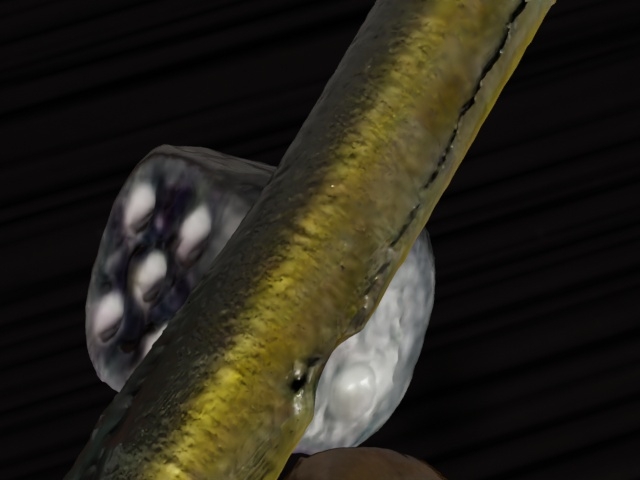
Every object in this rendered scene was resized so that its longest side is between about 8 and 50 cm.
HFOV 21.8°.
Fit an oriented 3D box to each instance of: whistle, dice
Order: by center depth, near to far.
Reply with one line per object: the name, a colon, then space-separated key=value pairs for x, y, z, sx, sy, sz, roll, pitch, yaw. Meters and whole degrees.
whistle: x=0.001 y=0.000 z=0.638 sx=0.068 sy=0.326 sz=0.057 roll=38 pitch=153 yaw=-14
dice: x=-0.043 y=0.039 z=1.152 sx=0.181 sy=0.182 sz=0.183 roll=23 pitch=98 yaw=53

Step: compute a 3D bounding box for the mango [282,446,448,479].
mango: x=0.095 y=0.246 z=0.774 sx=0.359 sy=0.144 sz=0.187 roll=47 pitch=-158 yaw=11
